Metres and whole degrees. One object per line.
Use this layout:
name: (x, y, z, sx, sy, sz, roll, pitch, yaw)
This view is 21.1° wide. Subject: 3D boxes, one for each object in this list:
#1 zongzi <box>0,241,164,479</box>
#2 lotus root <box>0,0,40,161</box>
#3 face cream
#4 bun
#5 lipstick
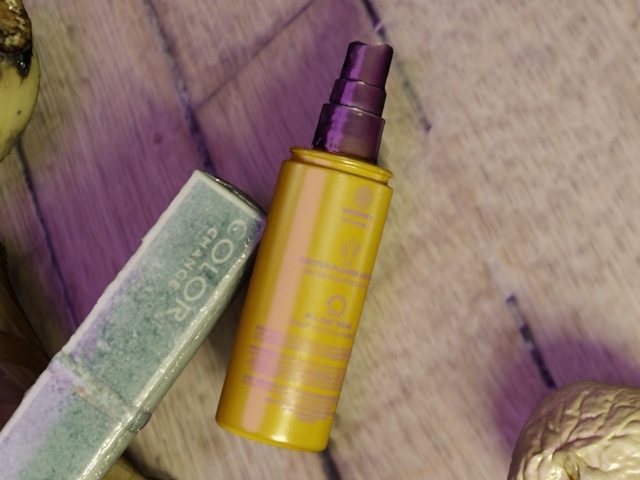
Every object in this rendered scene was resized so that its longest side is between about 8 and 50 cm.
zongzi: (-0.224, 0.088, 1.306, 0.289, 0.123, 0.260, -8, 71, 25)
lotus root: (-0.350, -0.104, 1.428, 0.309, 0.173, 0.173, -33, 60, 31)
face cream: (0.000, 0.000, 1.143, 0.078, 0.078, 0.273, 14, 89, 42)
bun: (0.154, 0.131, 0.984, 0.115, 0.069, 0.115, -13, 70, 38)
lipstick: (-0.137, 0.084, 1.188, 0.077, 0.076, 0.289, 36, 88, 7)
